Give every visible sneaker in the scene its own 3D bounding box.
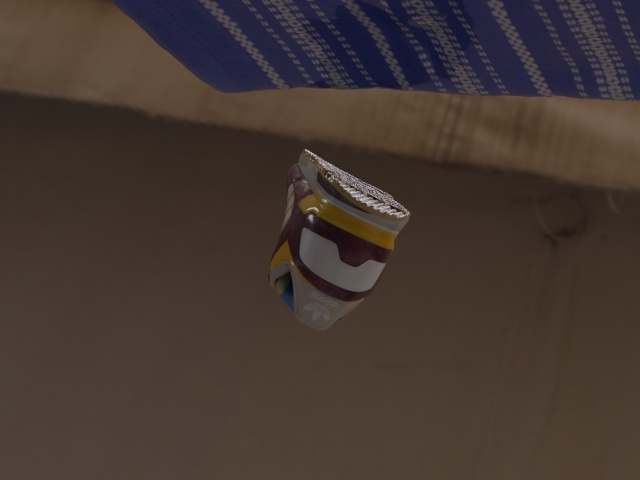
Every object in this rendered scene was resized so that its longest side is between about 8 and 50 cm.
[{"bbox_3d":[0.000,0.000,0.745,0.069,0.185,0.084,28,-86,-4],"label":"sneaker"}]

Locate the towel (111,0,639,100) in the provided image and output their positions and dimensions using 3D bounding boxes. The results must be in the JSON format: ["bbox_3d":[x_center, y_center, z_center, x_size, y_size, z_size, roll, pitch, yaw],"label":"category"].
[{"bbox_3d":[0.042,-0.109,0.539,0.336,0.040,0.243,6,-16,27],"label":"towel"}]
